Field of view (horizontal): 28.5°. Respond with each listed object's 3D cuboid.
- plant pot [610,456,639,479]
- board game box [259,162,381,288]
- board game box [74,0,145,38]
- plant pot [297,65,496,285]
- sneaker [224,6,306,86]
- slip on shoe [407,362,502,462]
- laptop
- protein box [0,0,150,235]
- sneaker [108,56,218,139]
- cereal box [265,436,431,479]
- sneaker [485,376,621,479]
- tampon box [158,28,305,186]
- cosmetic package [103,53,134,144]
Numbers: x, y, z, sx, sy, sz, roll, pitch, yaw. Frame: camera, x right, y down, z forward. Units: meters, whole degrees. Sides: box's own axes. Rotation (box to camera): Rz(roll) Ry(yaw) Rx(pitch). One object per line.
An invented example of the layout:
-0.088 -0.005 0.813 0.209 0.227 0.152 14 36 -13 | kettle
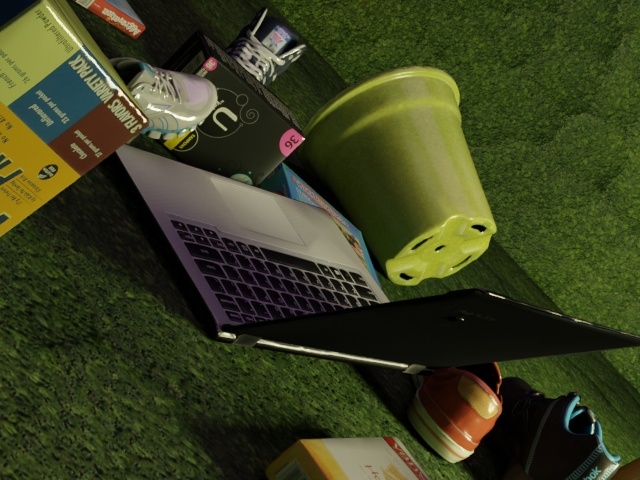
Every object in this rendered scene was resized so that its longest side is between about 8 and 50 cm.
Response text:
0.442 0.360 1.629 0.205 0.188 0.205 44 13 -13 | plant pot
0.000 0.000 1.625 0.160 0.047 0.210 41 14 -22 | board game box
-0.357 -0.403 1.759 0.281 0.027 0.145 53 13 29 | board game box
0.138 -0.082 1.926 0.276 0.276 0.254 27 34 -57 | plant pot
-0.104 -0.249 1.819 0.099 0.153 0.282 44 13 -10 | sneaker
0.175 0.172 1.542 0.123 0.101 0.331 44 11 -1 | slip on shoe
0.061 0.005 1.267 0.382 0.236 0.408 17 33 -53 | laptop
-0.245 -0.100 0.704 0.200 0.201 0.136 53 0 28 | protein box
-0.175 -0.147 1.250 0.190 0.083 0.071 -10 68 -39 | sneaker
0.063 0.244 1.060 0.173 0.047 0.240 51 13 20 | cereal box
0.295 0.251 1.599 0.125 0.140 0.341 41 12 -14 | sneaker
-0.122 -0.148 1.513 0.161 0.120 0.101 39 14 -29 | tampon box
-0.230 -0.153 1.316 0.115 0.060 0.041 44 13 -5 | cosmetic package
